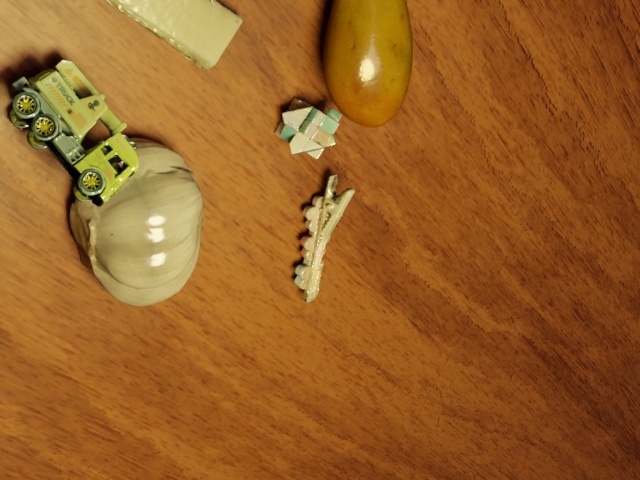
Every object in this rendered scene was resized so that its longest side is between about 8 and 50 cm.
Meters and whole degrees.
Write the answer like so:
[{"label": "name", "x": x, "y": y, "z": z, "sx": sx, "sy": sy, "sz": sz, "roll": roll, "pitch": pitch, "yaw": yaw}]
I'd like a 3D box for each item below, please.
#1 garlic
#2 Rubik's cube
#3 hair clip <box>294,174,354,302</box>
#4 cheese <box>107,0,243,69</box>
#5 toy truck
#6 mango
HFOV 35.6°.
[{"label": "garlic", "x": -0.217, "y": -0.016, "z": 1.277, "sx": 0.178, "sy": 0.143, "sz": 0.229, "roll": -23, "pitch": 120, "yaw": -22}, {"label": "Rubik's cube", "x": -0.016, "y": -0.153, "z": 1.386, "sx": 0.084, "sy": 0.073, "sz": 0.075, "roll": 3, "pitch": 114, "yaw": -41}, {"label": "hair clip", "x": -0.005, "y": -0.004, "z": 1.510, "sx": 0.062, "sy": 0.056, "sz": 0.213, "roll": -19, "pitch": 138, "yaw": -48}, {"label": "cheese", "x": -0.244, "y": -0.319, "z": 1.136, "sx": 0.400, "sy": 0.034, "sz": 0.085, "roll": 30, "pitch": 102, "yaw": -44}, {"label": "toy truck", "x": -0.281, "y": -0.129, "z": 1.160, "sx": 0.100, "sy": 0.077, "sz": 0.169, "roll": -42, "pitch": 99, "yaw": -18}, {"label": "mango", "x": 0.064, "y": -0.269, "z": 1.341, "sx": 0.138, "sy": 0.113, "sz": 0.253, "roll": -32, "pitch": 130, "yaw": -43}]
